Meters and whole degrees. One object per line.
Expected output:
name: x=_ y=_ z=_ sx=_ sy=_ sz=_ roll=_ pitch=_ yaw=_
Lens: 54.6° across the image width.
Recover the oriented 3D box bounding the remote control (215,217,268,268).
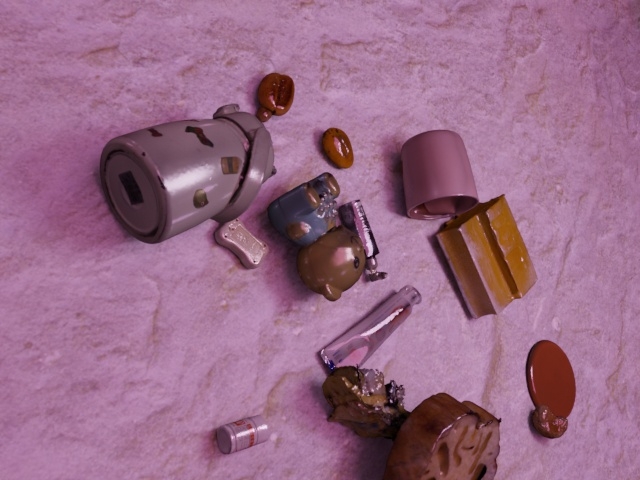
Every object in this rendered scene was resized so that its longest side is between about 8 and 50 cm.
remote control: x=-0.169 y=0.004 z=1.340 sx=0.122 sy=0.032 sz=0.074 roll=44 pitch=54 yaw=-18

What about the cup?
cup: x=0.328 y=-0.173 z=1.712 sx=0.253 sy=0.192 sz=0.200 roll=29 pitch=51 yaw=-63

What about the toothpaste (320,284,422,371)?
toothpaste: x=0.130 y=0.217 z=1.493 sx=0.323 sy=0.066 sz=0.100 roll=-36 pitch=100 yaw=-35

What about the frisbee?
frisbee: x=0.718 y=0.431 z=1.917 sx=0.251 sy=0.021 sz=0.250 roll=13 pitch=68 yaw=-36

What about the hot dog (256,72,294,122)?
hot dog: x=-0.110 y=-0.342 z=1.486 sx=0.090 sy=0.060 sz=0.140 roll=21 pitch=57 yaw=-28

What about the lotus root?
lotus root: x=0.273 y=0.531 z=1.402 sx=0.390 sy=0.111 sz=0.374 roll=45 pitch=70 yaw=-45

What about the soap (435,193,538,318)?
soap: x=0.478 y=0.045 z=1.781 sx=0.259 sy=0.143 sz=0.281 roll=-32 pitch=102 yaw=-38

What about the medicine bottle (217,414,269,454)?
medicine bottle: x=-0.152 y=0.380 z=1.216 sx=0.089 sy=0.057 sz=0.057 roll=-5 pitch=79 yaw=-40

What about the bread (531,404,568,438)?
bread: x=0.662 y=0.533 z=1.809 sx=0.113 sy=0.060 sz=0.082 roll=35 pitch=72 yaw=-17

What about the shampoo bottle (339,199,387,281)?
shampoo bottle: x=0.109 y=0.002 z=1.542 sx=0.057 sy=0.063 sz=0.207 roll=-20 pitch=89 yaw=-31

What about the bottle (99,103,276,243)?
bottle: x=-0.229 y=-0.139 z=1.232 sx=0.352 sy=0.229 sz=0.229 roll=-29 pitch=95 yaw=-44

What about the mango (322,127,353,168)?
mango: x=0.047 y=-0.234 z=1.576 sx=0.114 sy=0.057 sz=0.079 roll=58 pitch=45 yaw=-19

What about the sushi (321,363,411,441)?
sushi: x=0.112 y=0.371 z=1.395 sx=0.291 sy=0.139 sz=0.131 roll=36 pitch=50 yaw=-36

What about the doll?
doll: x=0.000 y=0.000 z=1.392 sx=0.260 sy=0.162 sz=0.177 roll=60 pitch=28 yaw=-4
